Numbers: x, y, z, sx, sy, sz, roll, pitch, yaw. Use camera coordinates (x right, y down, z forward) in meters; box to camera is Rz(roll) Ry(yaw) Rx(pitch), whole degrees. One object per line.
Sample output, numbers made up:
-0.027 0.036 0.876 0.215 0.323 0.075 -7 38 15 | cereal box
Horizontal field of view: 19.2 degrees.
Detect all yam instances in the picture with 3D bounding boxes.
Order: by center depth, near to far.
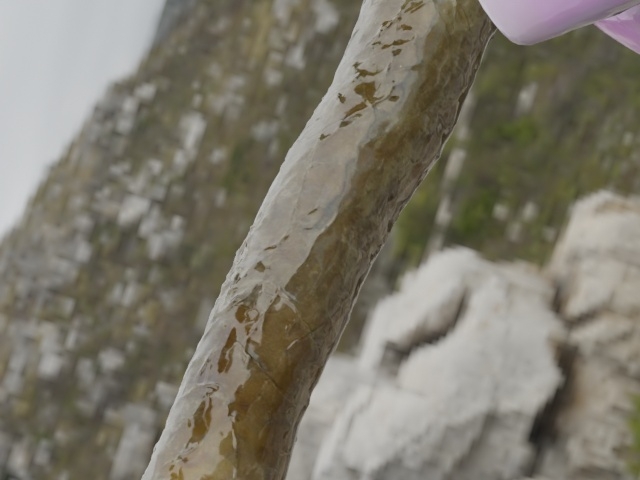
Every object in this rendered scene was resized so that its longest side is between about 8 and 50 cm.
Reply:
0.000 0.000 0.839 0.299 0.066 0.066 -64 2 -21 | yam

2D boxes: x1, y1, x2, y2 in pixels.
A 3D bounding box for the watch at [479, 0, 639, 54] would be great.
0.107 -0.180 0.395 0.217 0.211 0.248 -31 12 22 | watch
